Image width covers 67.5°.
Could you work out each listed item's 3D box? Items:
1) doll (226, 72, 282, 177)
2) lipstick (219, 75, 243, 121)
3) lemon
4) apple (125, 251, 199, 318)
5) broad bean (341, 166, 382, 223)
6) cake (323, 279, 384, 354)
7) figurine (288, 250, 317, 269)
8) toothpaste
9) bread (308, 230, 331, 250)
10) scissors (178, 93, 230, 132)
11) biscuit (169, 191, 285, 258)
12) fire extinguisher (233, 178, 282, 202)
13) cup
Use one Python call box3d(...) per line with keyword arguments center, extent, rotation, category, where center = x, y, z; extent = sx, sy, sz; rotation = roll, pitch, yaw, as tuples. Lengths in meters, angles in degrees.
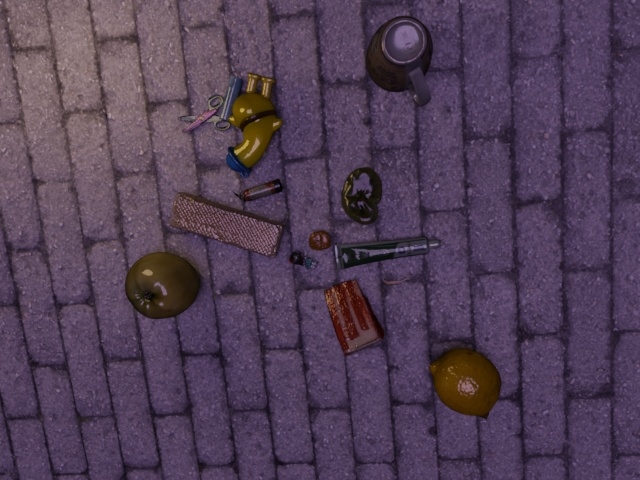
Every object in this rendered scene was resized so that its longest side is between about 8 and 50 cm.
box3d(center=(-0.238, -0.399, 1.702), extent=(0.199, 0.145, 0.363), rotation=(16, 105, 11), category="doll")
box3d(center=(-0.323, -0.510, 1.731), extent=(0.048, 0.048, 0.158), rotation=(17, 95, 2), category="lipstick")
box3d(center=(0.522, 0.505, 1.735), extent=(0.253, 0.228, 0.228), rotation=(39, 100, -1), category="lemon")
box3d(center=(-0.591, 0.171, 1.783), extent=(0.262, 0.262, 0.262), rotation=(1, 99, 5), category="apple")
box3d(center=(0.151, -0.159, 1.747), extent=(0.153, 0.072, 0.207), rotation=(-6, 87, 4), category="broad bean")
box3d(center=(0.134, 0.296, 1.825), extent=(0.158, 0.159, 0.262), rotation=(-23, 62, 9), category="cake")
box3d(center=(-0.065, 0.079, 1.813), extent=(0.106, 0.047, 0.060), rotation=(23, 137, -6), category="figurine")
box3d(center=(0.247, 0.038, 1.769), extent=(0.392, 0.061, 0.099), rotation=(-8, 99, 10), category="toothpaste")
box3d(center=(0.000, 0.000, 1.791), extent=(0.083, 0.046, 0.081), rotation=(21, 103, 1), category="bread")
box3d(center=(-0.433, -0.453, 1.771), extent=(0.187, 0.020, 0.134), rotation=(-16, 94, 6), category="scissors")
box3d(center=(-0.352, -0.056, 1.798), extent=(0.426, 0.078, 0.144), rotation=(19, 101, 3), category="biscuit")
box3d(center=(-0.231, -0.183, 1.780), extent=(0.177, 0.050, 0.062), rotation=(-16, 123, 7), category="fire extinguisher")
box3d(center=(0.277, -0.581, 1.569), extent=(0.227, 0.257, 0.301), rotation=(-28, 97, 11), category="cup")
